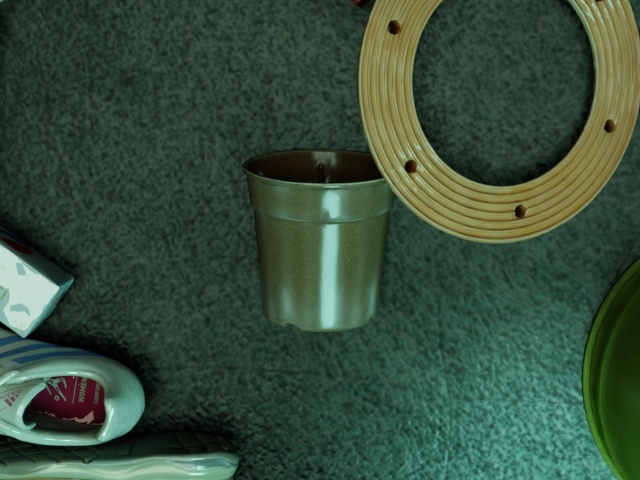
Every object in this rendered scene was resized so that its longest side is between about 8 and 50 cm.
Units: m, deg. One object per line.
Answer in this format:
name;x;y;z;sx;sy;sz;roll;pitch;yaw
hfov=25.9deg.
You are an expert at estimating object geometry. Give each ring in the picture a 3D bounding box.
ring;0.185;-0.165;1.428;0.337;0.032;0.336;-3;98;-24

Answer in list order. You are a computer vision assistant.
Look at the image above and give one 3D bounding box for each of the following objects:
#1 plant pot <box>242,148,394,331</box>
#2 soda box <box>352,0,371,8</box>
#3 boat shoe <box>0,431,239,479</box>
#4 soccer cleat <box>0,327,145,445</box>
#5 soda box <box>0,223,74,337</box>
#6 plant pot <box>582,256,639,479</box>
plant pot;0.000;0.000;1.469;0.167;0.167;0.165;2;106;4
soda box;0.029;-0.290;1.367;0.092;0.263;0.083;42;98;-2
boat shoe;-0.252;0.280;1.539;0.324;0.123;0.116;0;100;6
soccer cleat;-0.357;0.152;1.515;0.331;0.143;0.116;8;98;3
soda box;-0.385;0.012;1.536;0.216;0.069;0.074;36;98;-1
plant pot;0.457;0.175;1.355;0.366;0.353;0.366;1;98;5
